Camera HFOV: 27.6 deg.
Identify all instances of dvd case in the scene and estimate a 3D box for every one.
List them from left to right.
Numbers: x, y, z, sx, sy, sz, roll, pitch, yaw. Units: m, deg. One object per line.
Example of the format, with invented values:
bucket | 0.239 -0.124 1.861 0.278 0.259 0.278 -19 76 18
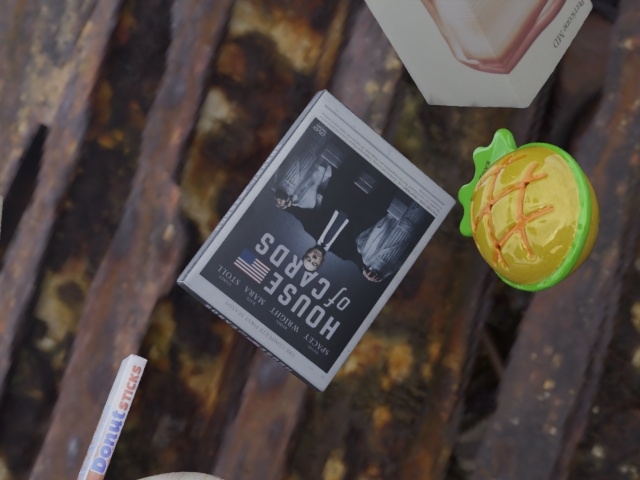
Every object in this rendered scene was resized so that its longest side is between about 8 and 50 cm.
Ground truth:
dvd case | 0.000 0.000 1.268 0.238 0.179 0.029 -55 14 -15

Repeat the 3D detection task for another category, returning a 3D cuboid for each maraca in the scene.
maraca | 0.176 -0.028 1.143 0.186 0.099 0.127 44 115 56

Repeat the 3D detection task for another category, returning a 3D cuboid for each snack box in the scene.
snack box | -0.234 0.213 1.419 0.064 0.022 0.178 -31 38 68

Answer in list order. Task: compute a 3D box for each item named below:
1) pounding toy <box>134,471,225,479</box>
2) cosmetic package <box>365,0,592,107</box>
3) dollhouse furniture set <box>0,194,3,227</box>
pounding toy | -0.159 0.332 1.294 0.269 0.154 0.154 -91 2 -70
cosmetic package | 0.117 -0.276 1.192 0.129 0.296 0.153 10 58 43
dollhouse furniture set | -0.296 0.031 0.761 0.212 0.161 0.242 -56 29 37
